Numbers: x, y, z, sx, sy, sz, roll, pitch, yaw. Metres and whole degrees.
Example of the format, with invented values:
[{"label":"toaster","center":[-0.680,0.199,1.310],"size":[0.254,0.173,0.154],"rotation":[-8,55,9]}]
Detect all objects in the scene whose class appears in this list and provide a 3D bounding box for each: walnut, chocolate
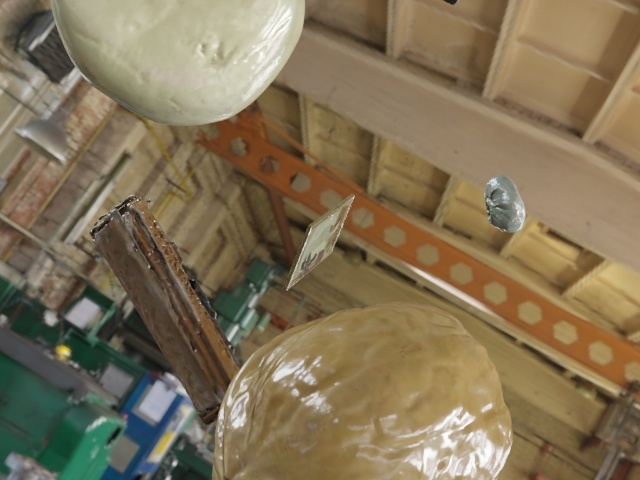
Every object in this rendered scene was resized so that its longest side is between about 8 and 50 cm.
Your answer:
[{"label":"walnut","center":[0.037,0.199,0.843],"size":[0.277,0.312,0.252],"rotation":[-25,-99,52]},{"label":"chocolate","center":[-0.199,0.097,1.100],"size":[0.329,0.102,0.065],"rotation":[59,24,4]}]

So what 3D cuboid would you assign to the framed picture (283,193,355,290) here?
[{"label":"framed picture","center":[0.000,0.000,1.518],"size":[0.010,0.136,0.201],"rotation":[30,28,12]}]

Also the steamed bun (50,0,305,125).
[{"label":"steamed bun","center":[-0.206,-0.322,1.172],"size":[0.333,0.312,0.233],"rotation":[41,-5,-6]}]

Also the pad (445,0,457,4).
[{"label":"pad","center":[0.179,-0.529,1.459],"size":[0.264,0.009,0.159],"rotation":[19,-49,-26]}]

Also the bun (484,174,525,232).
[{"label":"bun","center":[0.247,-0.048,1.127],"size":[0.083,0.045,0.083],"rotation":[163,-90,-87]}]
